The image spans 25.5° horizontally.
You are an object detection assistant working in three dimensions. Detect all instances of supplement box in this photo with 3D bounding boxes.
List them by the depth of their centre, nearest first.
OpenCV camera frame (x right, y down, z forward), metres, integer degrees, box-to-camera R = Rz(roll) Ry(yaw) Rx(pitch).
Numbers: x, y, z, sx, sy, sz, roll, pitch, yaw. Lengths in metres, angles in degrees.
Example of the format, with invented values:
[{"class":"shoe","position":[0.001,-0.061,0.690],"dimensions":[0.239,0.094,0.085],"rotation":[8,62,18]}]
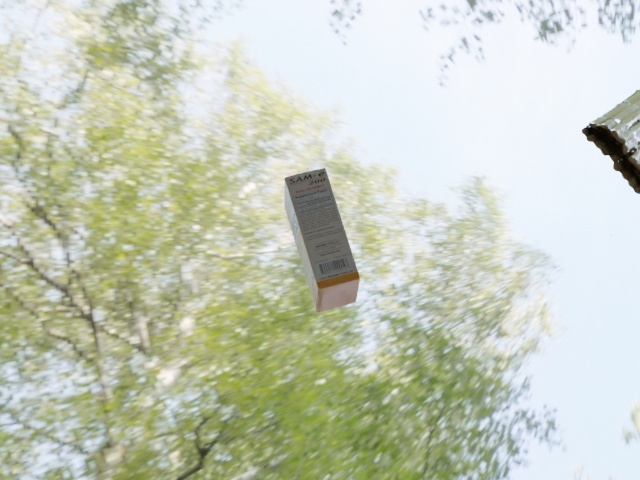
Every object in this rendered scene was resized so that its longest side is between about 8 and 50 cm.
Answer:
[{"class":"supplement box","position":[0.000,0.000,1.131],"dimensions":[0.036,0.062,0.098],"rotation":[-15,-110,-7]}]

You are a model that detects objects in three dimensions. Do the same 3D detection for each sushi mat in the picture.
[{"class":"sushi mat","position":[0.265,-0.048,0.940],"dimensions":[0.151,0.316,0.019],"rotation":[47,-64,6]}]
